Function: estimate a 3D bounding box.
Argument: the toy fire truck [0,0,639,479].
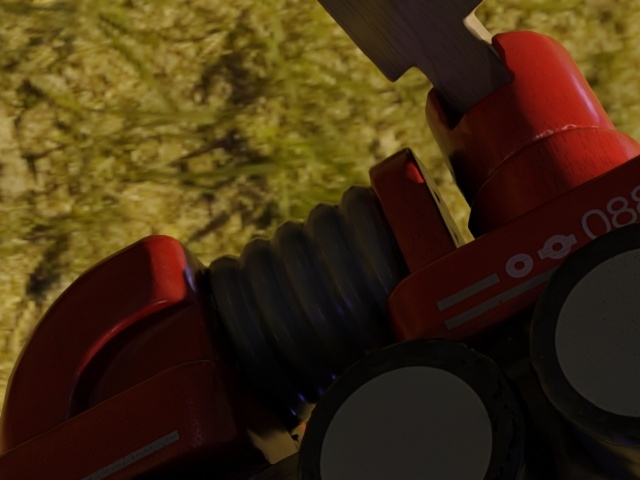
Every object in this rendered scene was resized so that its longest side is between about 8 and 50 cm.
[{"bbox_3d":[0.000,0.000,0.422,0.158,0.217,0.246,51,15,-50],"label":"toy fire truck"}]
